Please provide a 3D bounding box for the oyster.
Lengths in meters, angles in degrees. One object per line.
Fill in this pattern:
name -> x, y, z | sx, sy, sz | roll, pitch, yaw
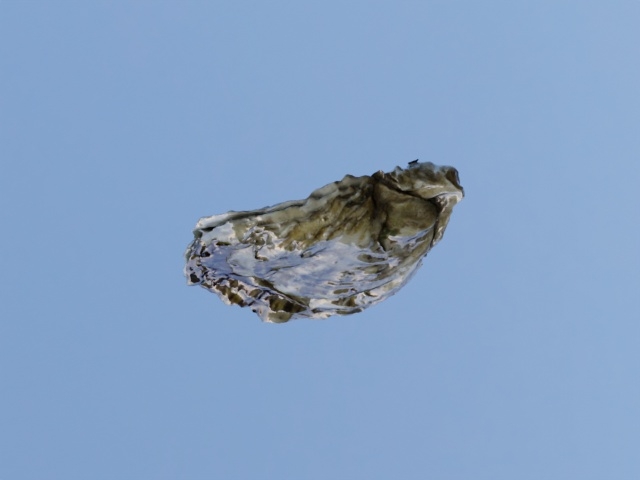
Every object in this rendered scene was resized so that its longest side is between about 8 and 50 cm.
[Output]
oyster -> 0.000, 0.000, 1.020 | 0.177, 0.125, 0.064 | -5, -119, -5
